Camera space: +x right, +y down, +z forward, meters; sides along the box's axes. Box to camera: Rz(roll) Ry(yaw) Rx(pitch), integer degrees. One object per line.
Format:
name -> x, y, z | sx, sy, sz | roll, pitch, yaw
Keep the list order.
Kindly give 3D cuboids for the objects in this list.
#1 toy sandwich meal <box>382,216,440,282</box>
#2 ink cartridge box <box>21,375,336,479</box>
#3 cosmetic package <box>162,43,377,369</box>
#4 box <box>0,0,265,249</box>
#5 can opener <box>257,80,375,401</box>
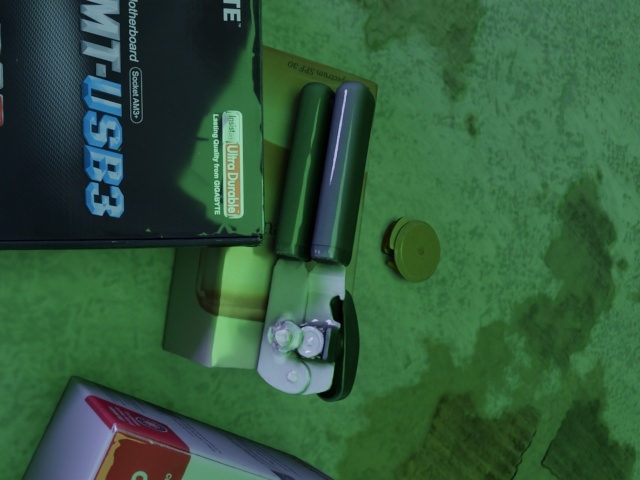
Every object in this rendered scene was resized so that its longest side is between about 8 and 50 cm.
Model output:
toy sandwich meal -> 0.113, 0.012, 0.818 | 0.085, 0.029, 0.086 | 0, 90, -35
ink cartridge box -> -0.103, 0.234, 0.588 | 0.272, 0.197, 0.114 | 28, 77, -26
cosmetic package -> -0.050, -0.024, 0.664 | 0.153, 0.129, 0.297 | 9, 85, -31
box -> -0.192, -0.139, 0.524 | 0.293, 0.073, 0.296 | 0, 91, -7
can opener -> 0.000, 0.000, 0.589 | 0.093, 0.074, 0.281 | 14, 82, -64
